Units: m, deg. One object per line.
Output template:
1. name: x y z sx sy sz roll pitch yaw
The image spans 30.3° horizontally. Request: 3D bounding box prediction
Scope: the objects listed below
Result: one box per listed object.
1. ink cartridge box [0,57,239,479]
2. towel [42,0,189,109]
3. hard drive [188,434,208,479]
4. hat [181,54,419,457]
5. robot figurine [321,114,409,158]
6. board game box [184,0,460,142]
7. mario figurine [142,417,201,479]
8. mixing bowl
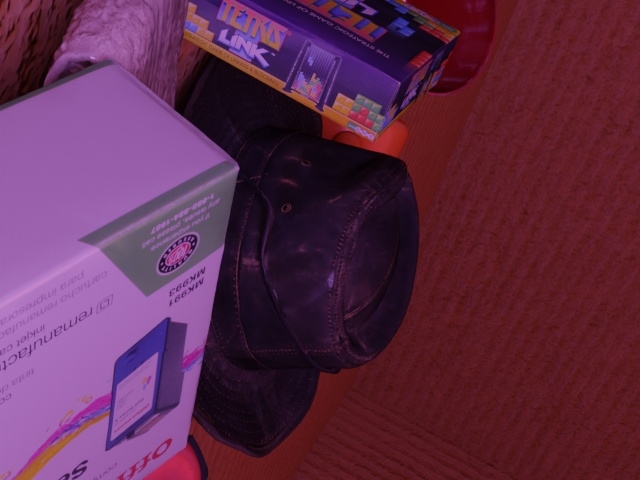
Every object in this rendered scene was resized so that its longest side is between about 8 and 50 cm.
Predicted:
1. ink cartridge box: -0.131 0.048 0.529 0.154 0.093 0.212 -33 153 -38
2. towel: -0.121 -0.055 0.684 0.282 0.049 0.187 107 -5 -46
3. hard drive: -0.212 0.318 1.175 0.172 0.054 0.255 -37 -167 41
4. hat: 0.000 0.000 0.902 0.331 0.134 0.331 -4 90 -67
5. robot figurine: 0.006 -0.077 1.179 0.128 0.158 0.219 19 100 -46
6. board game box: -0.006 -0.145 0.790 0.048 0.170 0.141 -65 171 29
7. mario figurine: -0.154 0.075 0.912 0.198 0.170 0.320 62 34 -34
8. mixing bowl: 0.069 -0.219 1.093 0.098 0.181 0.181 -3 -135 47
